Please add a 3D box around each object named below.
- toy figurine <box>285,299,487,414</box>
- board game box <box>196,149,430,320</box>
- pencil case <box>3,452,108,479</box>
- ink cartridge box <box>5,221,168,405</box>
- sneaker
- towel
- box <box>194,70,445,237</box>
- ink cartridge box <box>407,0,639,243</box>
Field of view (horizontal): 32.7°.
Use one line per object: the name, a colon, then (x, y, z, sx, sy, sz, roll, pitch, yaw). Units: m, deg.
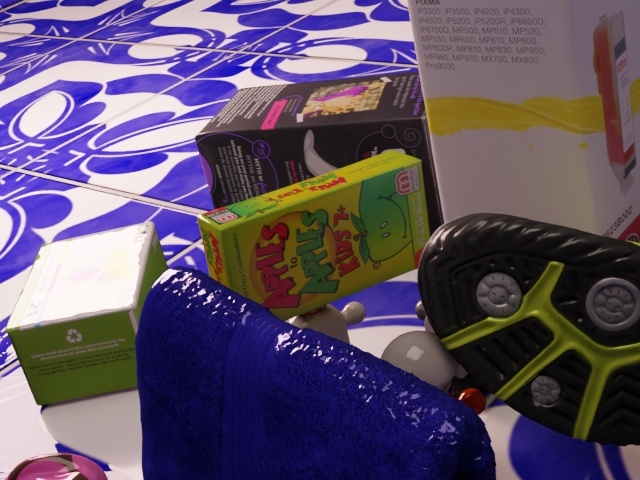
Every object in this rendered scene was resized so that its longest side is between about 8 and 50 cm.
toy figurine: (0.036, 0.102, 0.901, 0.213, 0.148, 0.209, -3, 29, 21)
board game box: (0.000, 0.000, 0.864, 0.181, 0.092, 0.043, -20, 26, -25)
pencil case: (-0.211, 0.252, 0.794, 0.098, 0.095, 0.209, 9, 26, -9)
ink cartridge box: (-0.171, 0.059, 1.136, 0.255, 0.097, 0.189, -12, 27, 4)
sneaker: (0.255, 0.074, 0.811, 0.384, 0.145, 0.147, 18, 14, 0)
towel: (-0.021, 0.163, 0.724, 0.076, 0.228, 0.308, -20, 27, -37)
box: (0.019, -0.087, 1.249, 0.270, 0.165, 0.143, -1, 30, 22)
ink cartridge box: (0.233, -0.144, 1.019, 0.160, 0.385, 0.279, 9, 35, 37)
